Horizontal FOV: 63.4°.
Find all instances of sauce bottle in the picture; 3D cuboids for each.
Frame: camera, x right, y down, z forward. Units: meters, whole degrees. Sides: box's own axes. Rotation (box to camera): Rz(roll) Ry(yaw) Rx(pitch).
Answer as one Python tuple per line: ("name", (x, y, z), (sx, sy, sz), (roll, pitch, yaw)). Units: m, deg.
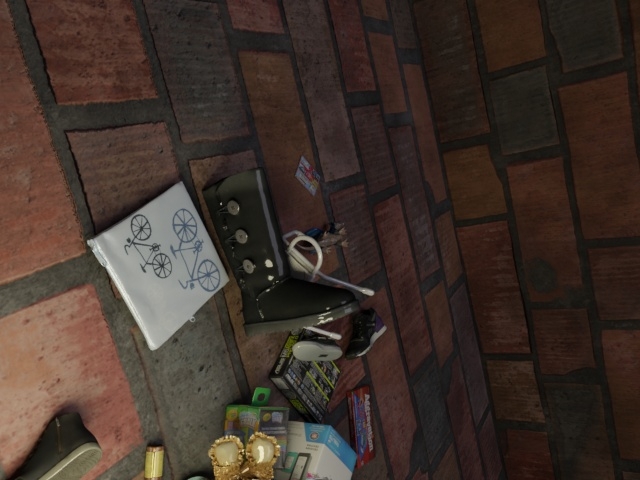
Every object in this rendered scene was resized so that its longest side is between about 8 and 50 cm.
("sauce bottle", (-0.390, 0.545, 1.208), (0.042, 0.042, 0.128), (19, 70, -53))

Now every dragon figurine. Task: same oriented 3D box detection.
("dragon figurine", (0.000, 0.000, 1.850), (0.289, 0.144, 0.085), (-22, 104, -36))

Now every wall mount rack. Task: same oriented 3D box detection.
("wall mount rack", (-0.031, 0.145, 1.534), (0.304, 0.350, 0.130), (42, 33, 16))

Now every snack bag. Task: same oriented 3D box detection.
("snack bag", (-0.387, 0.061, 1.306), (0.342, 0.037, 0.323), (-51, 126, -51))

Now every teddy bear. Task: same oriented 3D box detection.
("teddy bear", (-0.190, 0.628, 1.293), (0.244, 0.113, 0.338), (-19, 107, -15))

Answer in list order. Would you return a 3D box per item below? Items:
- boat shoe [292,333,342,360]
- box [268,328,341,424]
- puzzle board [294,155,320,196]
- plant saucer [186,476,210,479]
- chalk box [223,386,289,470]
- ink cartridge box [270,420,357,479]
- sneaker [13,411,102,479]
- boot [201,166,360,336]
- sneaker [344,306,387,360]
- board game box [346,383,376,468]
("boat shoe", (-0.019, 0.342, 1.670), (0.219, 0.078, 0.070), (23, 30, -49))
("box", (-0.043, 0.444, 1.723), (0.270, 0.060, 0.216), (58, 40, -32))
("puzzle board", (-0.044, -0.235, 1.899), (0.128, 0.011, 0.097), (45, 48, -41))
("plant saucer", (-0.328, 0.684, 1.275), (0.194, 0.037, 0.195), (16, 70, -53))
("chalk box", (-0.179, 0.521, 1.445), (0.132, 0.131, 0.213), (25, 62, -50))
("ink cartridge box", (-0.048, 0.712, 1.538), (0.197, 0.198, 0.270), (57, 41, -34))
("sneaker", (-0.538, 0.439, 0.992), (0.222, 0.118, 0.083), (-34, 135, -23))
("boot", (-0.114, 0.015, 1.398), (0.146, 0.366, 0.446), (-11, 86, -63))
("sneaker", (0.151, 0.357, 2.015), (0.124, 0.107, 0.283), (62, 33, -4))
("board game box", (0.159, 0.711, 1.996), (0.145, 0.027, 0.282), (2, 82, -57))
